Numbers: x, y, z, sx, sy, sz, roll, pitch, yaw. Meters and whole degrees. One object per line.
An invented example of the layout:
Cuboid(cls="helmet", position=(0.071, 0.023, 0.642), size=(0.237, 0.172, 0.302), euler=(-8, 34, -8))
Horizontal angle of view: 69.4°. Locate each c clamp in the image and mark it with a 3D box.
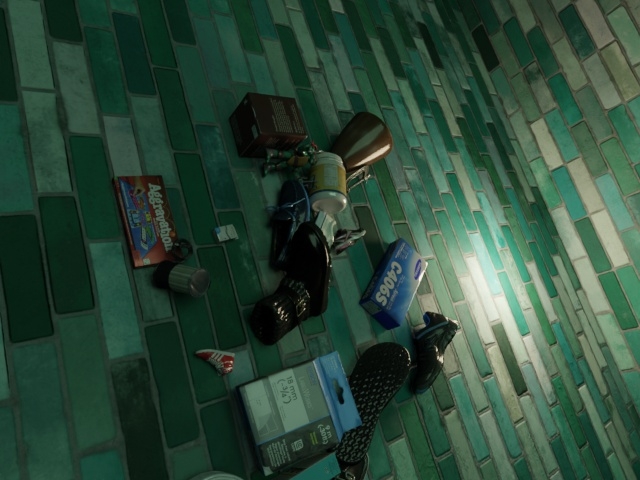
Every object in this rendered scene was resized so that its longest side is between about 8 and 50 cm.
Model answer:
Cuboid(cls="c clamp", position=(0.150, -0.244, 1.890), size=(0.161, 0.137, 0.022), euler=(-33, 66, -28))

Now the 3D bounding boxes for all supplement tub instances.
Cuboid(cls="supplement tub", position=(0.025, -0.215, 1.750), size=(0.144, 0.144, 0.199), euler=(15, 60, -30))

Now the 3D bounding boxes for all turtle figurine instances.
Cuboid(cls="turtle figurine", position=(-0.088, -0.283, 1.673), size=(0.234, 0.175, 0.118), euler=(-3, 39, -15))

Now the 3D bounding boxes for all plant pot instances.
Cuboid(cls="plant pot", position=(0.143, -0.374, 1.894), size=(0.215, 0.215, 0.230), euler=(49, 63, -7))

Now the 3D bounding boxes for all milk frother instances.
Cuboid(cls="milk frother", position=(-0.375, 0.074, 1.302), size=(0.129, 0.135, 0.143), euler=(-10, 108, -64))

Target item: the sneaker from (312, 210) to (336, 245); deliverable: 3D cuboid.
Cuboid(cls="sneaker", position=(0.000, 0.000, 1.655), size=(0.091, 0.094, 0.258), euler=(26, 53, -7))

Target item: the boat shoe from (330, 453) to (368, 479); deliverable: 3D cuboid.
Cuboid(cls="boat shoe", position=(0.064, 0.732, 1.350), size=(0.306, 0.105, 0.113), euler=(-32, 89, -41))

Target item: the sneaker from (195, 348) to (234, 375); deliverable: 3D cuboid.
Cuboid(cls="sneaker", position=(-0.299, 0.346, 1.309), size=(0.118, 0.042, 0.067), euler=(17, 56, -32))

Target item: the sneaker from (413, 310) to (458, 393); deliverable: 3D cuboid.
Cuboid(cls="sneaker", position=(0.407, 0.424, 1.768), size=(0.140, 0.125, 0.341), euler=(26, 53, 10))

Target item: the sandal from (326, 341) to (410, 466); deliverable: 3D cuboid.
Cuboid(cls="sandal", position=(0.148, 0.516, 1.513), size=(0.167, 0.107, 0.446), euler=(30, 54, 13))

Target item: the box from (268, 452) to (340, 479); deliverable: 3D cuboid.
Cuboid(cls="box", position=(-0.068, 0.672, 1.285), size=(0.244, 0.100, 0.060), euler=(-12, 77, -39))

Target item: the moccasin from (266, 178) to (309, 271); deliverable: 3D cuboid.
Cuboid(cls="moccasin", position=(-0.110, -0.063, 1.580), size=(0.117, 0.138, 0.342), euler=(16, 59, -39))

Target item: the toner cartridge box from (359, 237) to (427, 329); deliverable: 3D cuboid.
Cuboid(cls="toner cartridge box", position=(0.293, 0.163, 1.812), size=(0.165, 0.075, 0.348), euler=(44, 50, -13))

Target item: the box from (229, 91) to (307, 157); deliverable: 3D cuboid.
Cuboid(cls="box", position=(-0.190, -0.410, 1.670), size=(0.203, 0.167, 0.168), euler=(-6, 73, -38))

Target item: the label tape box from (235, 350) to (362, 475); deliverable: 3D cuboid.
Cuboid(cls="label tape box", position=(-0.047, 0.478, 1.327), size=(0.334, 0.106, 0.240), euler=(-15, 78, -21))

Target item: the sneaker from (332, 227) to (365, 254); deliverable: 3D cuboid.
Cuboid(cls="sneaker", position=(0.102, -0.018, 1.765), size=(0.077, 0.072, 0.178), euler=(51, 42, 9))

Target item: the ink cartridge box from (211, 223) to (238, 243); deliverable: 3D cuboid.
Cuboid(cls="ink cartridge box", position=(-0.302, -0.023, 1.493), size=(0.083, 0.028, 0.048), euler=(-17, 79, -41))

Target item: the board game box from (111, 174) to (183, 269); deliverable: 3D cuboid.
Cuboid(cls="board game box", position=(-0.508, -0.060, 1.362), size=(0.145, 0.027, 0.281), euler=(-9, 74, -40))

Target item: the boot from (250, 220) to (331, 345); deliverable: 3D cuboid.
Cuboid(cls="boot", position=(-0.094, 0.132, 1.424), size=(0.260, 0.131, 0.348), euler=(-21, 115, -42))

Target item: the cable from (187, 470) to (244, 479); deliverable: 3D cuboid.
Cuboid(cls="cable", position=(-0.266, 0.708, 1.129), size=(0.257, 0.089, 0.257), euler=(5, 66, -35))
